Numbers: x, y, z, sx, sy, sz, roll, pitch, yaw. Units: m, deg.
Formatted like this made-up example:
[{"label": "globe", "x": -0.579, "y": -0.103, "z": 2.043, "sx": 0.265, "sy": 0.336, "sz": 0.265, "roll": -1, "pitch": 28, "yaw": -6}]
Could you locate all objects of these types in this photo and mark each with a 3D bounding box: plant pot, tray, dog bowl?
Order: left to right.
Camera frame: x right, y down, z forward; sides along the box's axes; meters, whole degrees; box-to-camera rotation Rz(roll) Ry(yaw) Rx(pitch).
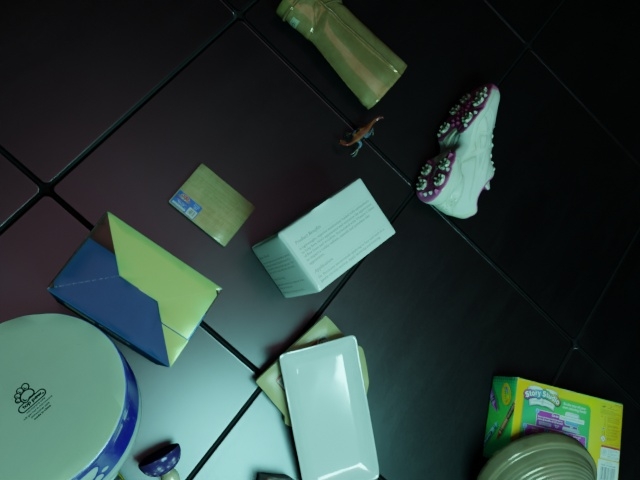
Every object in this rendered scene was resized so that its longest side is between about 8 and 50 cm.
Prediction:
[{"label": "dog bowl", "x": -0.397, "y": 0.241, "z": 0.832, "sx": 0.265, "sy": 0.104, "sz": 0.265, "roll": 2, "pitch": 58, "yaw": -4}, {"label": "tray", "x": 0.015, "y": 0.312, "z": 1.044, "sx": 0.145, "sy": 0.030, "sz": 0.270, "roll": -12, "pitch": 95, "yaw": -19}, {"label": "plant pot", "x": 0.415, "y": 0.482, "z": 1.082, "sx": 0.237, "sy": 0.110, "sz": 0.237, "roll": -4, "pitch": 115, "yaw": -8}]

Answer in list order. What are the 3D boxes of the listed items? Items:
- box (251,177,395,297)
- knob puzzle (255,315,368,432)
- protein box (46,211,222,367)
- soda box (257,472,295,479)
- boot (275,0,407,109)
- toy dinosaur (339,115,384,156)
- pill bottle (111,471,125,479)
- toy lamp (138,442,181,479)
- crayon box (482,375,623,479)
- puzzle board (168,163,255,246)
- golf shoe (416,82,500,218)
[{"label": "box", "x": 0.000, "y": 0.000, "z": 1.039, "sx": 0.181, "sy": 0.182, "sz": 0.119, "roll": -36, "pitch": 95, "yaw": -22}, {"label": "knob puzzle", "x": 0.004, "y": 0.262, "z": 1.071, "sx": 0.213, "sy": 0.030, "sz": 0.213, "roll": 0, "pitch": 91, "yaw": -19}, {"label": "protein box", "x": -0.286, "y": 0.085, "z": 0.905, "sx": 0.200, "sy": 0.201, "sz": 0.136, "roll": 36, "pitch": 70, "yaw": -11}, {"label": "soda box", "x": -0.085, "y": 0.489, "z": 0.979, "sx": 0.058, "sy": 0.063, "sz": 0.183, "roll": 14, "pitch": 76, "yaw": -18}, {"label": "boot", "x": 0.074, "y": -0.441, "z": 1.205, "sx": 0.269, "sy": 0.089, "sz": 0.236, "roll": 42, "pitch": 80, "yaw": -9}, {"label": "toy dinosaur", "x": 0.073, "y": -0.215, "z": 1.170, "sx": 0.047, "sy": 0.090, "sz": 0.082, "roll": 40, "pitch": 37, "yaw": 7}, {"label": "pill bottle", "x": -0.329, "y": 0.408, "z": 0.882, "sx": 0.103, "sy": 0.103, "sz": 0.184, "roll": -37, "pitch": 94, "yaw": -22}, {"label": "toy lamp", "x": -0.200, "y": 0.465, "z": 0.933, "sx": 0.080, "sy": 0.080, "sz": 0.274, "roll": -26, "pitch": 90, "yaw": -23}, {"label": "crayon box", "x": 0.478, "y": 0.386, "z": 1.198, "sx": 0.278, "sy": 0.081, "sz": 0.165, "roll": 17, "pitch": 74, "yaw": -17}, {"label": "puzzle board", "x": -0.196, "y": -0.065, "z": 1.070, "sx": 0.128, "sy": 0.011, "sz": 0.096, "roll": 40, "pitch": 71, "yaw": -9}, {"label": "golf shoe", "x": 0.314, "y": -0.186, "z": 1.241, "sx": 0.140, "sy": 0.115, "sz": 0.306, "roll": 34, "pitch": 77, "yaw": -23}]
